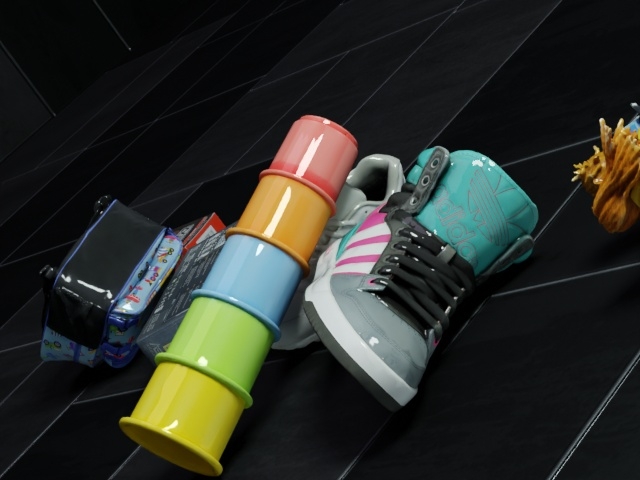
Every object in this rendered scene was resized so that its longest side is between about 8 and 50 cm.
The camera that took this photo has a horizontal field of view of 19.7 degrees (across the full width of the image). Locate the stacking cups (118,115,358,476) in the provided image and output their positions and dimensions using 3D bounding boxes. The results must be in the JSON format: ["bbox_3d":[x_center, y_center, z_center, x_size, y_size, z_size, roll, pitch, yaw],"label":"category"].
[{"bbox_3d":[-0.053,0.041,1.552,0.096,0.096,0.316,-6,51,60],"label":"stacking cups"}]

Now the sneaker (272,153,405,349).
[{"bbox_3d":[0.000,0.000,1.655,0.090,0.115,0.232,23,50,23],"label":"sneaker"}]

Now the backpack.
[{"bbox_3d":[-0.230,0.066,1.974,0.158,0.117,0.173,-58,-8,-43],"label":"backpack"}]

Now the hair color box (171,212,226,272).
[{"bbox_3d":[-0.172,0.021,2.122,0.141,0.043,0.072,-22,22,42],"label":"hair color box"}]

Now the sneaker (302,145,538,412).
[{"bbox_3d":[0.090,0.019,1.460,0.178,0.124,0.295,-42,13,12],"label":"sneaker"}]

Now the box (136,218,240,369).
[{"bbox_3d":[-0.072,0.033,1.849,0.183,0.059,0.233,-30,16,20],"label":"box"}]

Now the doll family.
[{"bbox_3d":[0.258,-0.077,1.334,0.163,0.118,0.263,-46,11,19],"label":"doll family"}]
